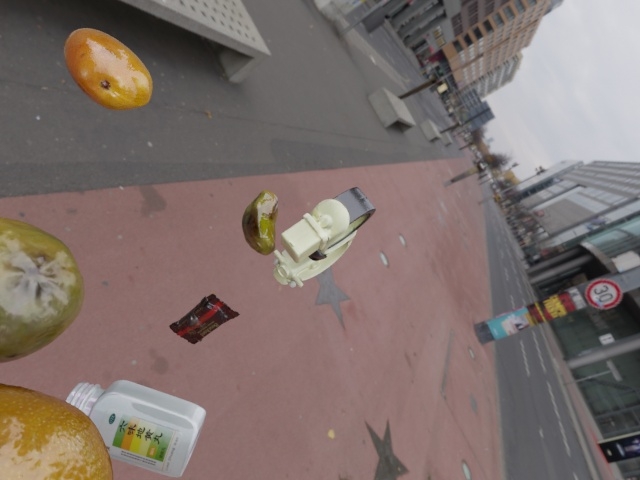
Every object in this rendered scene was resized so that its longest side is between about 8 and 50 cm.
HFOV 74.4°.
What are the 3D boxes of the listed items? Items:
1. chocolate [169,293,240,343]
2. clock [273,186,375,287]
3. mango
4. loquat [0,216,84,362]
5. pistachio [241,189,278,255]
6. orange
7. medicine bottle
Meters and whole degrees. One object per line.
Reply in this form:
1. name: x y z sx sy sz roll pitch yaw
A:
1. chocolate: -0.266 0.182 0.947 0.086 0.182 0.028 44 28 -22
2. clock: 0.000 0.000 1.091 0.120 0.276 0.379 52 -17 12
3. mango: -0.396 -0.329 0.785 0.141 0.102 0.217 -8 45 -38
4. loquat: -0.588 0.081 0.782 0.276 0.284 0.276 26 60 -56
5. pistachio: -0.177 -0.051 1.210 0.100 0.110 0.189 -7 102 -55
6. orange: -0.347 0.282 0.424 0.264 0.264 0.264 46 28 -32
7. medicine bottle: -0.470 0.460 1.059 0.324 0.179 0.124 21 11 -2
